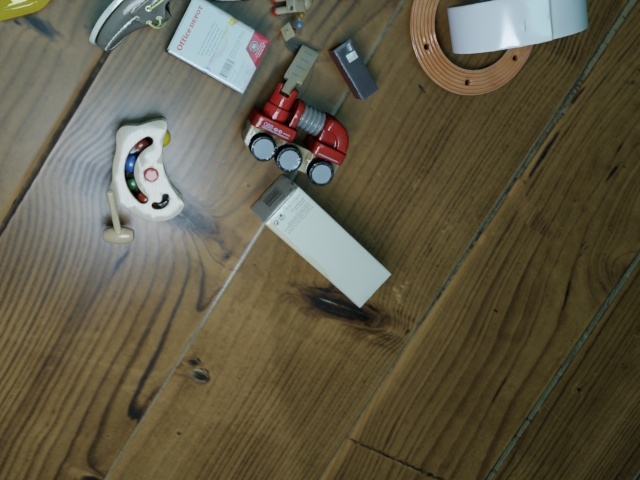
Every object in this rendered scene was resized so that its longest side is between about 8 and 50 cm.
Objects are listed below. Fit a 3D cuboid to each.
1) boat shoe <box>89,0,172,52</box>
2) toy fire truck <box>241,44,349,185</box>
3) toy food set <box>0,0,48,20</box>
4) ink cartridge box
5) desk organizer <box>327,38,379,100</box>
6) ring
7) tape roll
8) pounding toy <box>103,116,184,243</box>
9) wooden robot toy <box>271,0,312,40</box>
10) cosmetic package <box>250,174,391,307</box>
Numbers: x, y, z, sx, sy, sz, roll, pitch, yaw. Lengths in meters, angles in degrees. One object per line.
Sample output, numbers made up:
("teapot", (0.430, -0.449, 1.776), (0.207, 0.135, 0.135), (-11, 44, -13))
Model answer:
("boat shoe", (-0.317, -0.466, 1.262), (0.305, 0.109, 0.091), (-42, 107, 10))
("toy fire truck", (-0.032, -0.278, 1.428), (0.217, 0.158, 0.246), (22, 108, -22))
("toy food set", (-0.571, -0.492, 1.220), (0.218, 0.071, 0.128), (-18, 134, -11))
("ink cartridge box", (-0.213, -0.403, 1.355), (0.175, 0.072, 0.127), (26, 96, -23))
("desk organizer", (0.072, -0.381, 1.470), (0.047, 0.050, 0.130), (-37, 113, -6))
("ring", (0.360, -0.512, 1.542), (0.337, 0.032, 0.336), (-5, 106, -18))
("tape roll", (0.418, -0.476, 1.399), (0.286, 0.286, 0.100), (-16, 110, -14))
("pounding toy", (-0.352, -0.115, 1.344), (0.154, 0.155, 0.269), (7, 102, -16))
("wooden robot toy", (-0.054, -0.515, 1.396), (0.079, 0.076, 0.173), (-25, 116, -49))
("cosmetic package", (0.000, 0.000, 1.496), (0.113, 0.160, 0.309), (-47, 113, 0))
